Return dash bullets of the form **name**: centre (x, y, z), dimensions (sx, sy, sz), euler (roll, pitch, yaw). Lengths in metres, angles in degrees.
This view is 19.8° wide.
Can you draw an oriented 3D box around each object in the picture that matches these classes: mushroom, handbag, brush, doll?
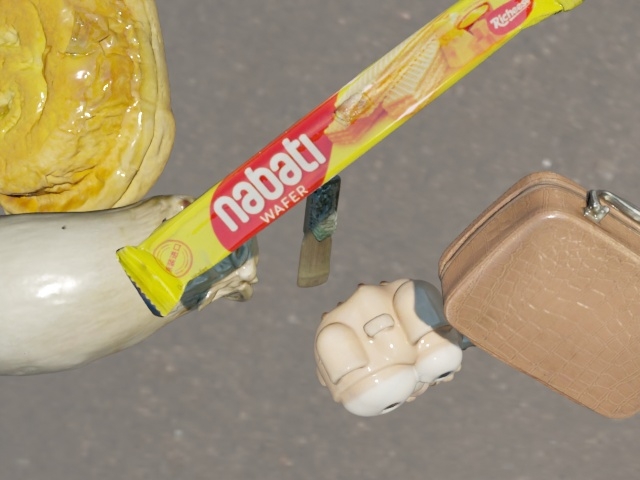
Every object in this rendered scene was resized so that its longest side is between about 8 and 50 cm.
- **mushroom**: centre (-0.241, 0.043, 1.380), dimensions (0.397, 0.177, 0.126), euler (-10, 86, 21)
- **handbag**: centre (0.198, 0.038, 1.398), dimensions (0.151, 0.193, 0.072), euler (-52, 19, 26)
- **brush**: centre (0.000, 0.000, 1.802), dimensions (0.034, 0.190, 0.028), euler (-10, 59, -12)
- **doll**: centre (0.084, 0.109, 1.827), dimensions (0.154, 0.278, 0.119), euler (-31, 73, 13)

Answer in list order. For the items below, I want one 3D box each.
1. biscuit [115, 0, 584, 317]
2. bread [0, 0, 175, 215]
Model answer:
- **biscuit**: centre (0.012, -0.060, 0.988), dimensions (0.292, 0.026, 0.048), euler (-37, 105, 11)
- **bread**: centre (-0.208, -0.124, 1.449), dimensions (0.198, 0.120, 0.236), euler (-20, 75, 37)
